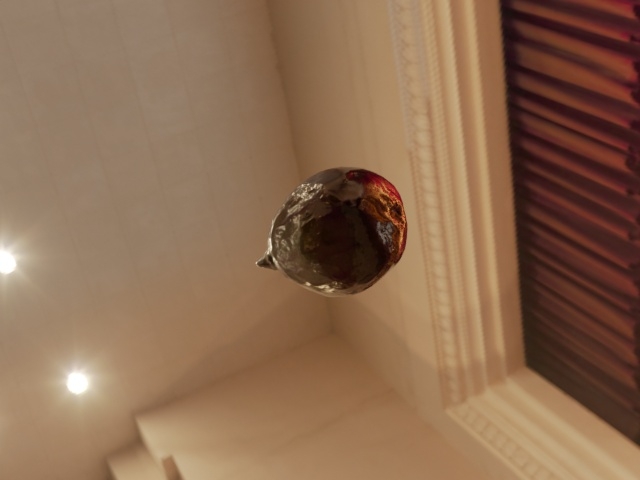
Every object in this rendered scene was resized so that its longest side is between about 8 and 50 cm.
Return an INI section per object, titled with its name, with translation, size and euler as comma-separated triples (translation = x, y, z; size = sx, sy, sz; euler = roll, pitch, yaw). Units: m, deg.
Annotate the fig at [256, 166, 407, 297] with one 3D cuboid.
[fig]
translation = 0.000, 0.000, 0.801
size = 0.109, 0.155, 0.103
euler = -28, -86, -59
